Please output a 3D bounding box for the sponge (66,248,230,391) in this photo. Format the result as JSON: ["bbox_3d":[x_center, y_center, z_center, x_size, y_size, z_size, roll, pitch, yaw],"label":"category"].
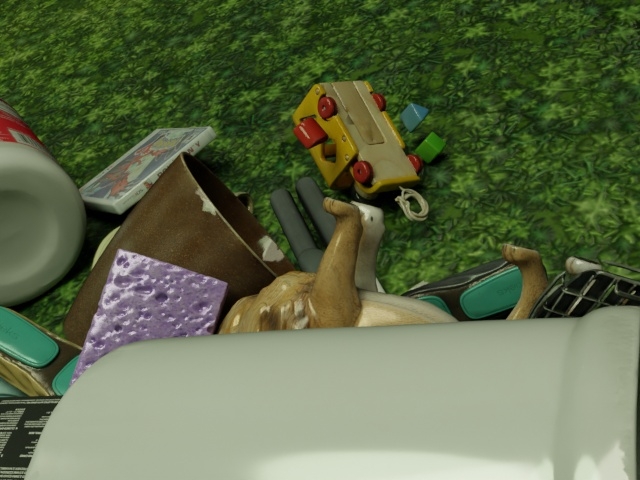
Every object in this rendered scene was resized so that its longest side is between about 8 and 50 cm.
[{"bbox_3d":[-0.175,0.123,0.851,0.117,0.031,0.210,17,77,0],"label":"sponge"}]

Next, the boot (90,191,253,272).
[{"bbox_3d":[-0.187,0.009,1.122,0.165,0.077,0.213,-3,36,22],"label":"boot"}]

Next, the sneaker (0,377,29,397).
[{"bbox_3d":[-0.307,0.225,0.910,0.319,0.127,0.208,-3,40,14],"label":"sneaker"}]

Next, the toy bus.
[{"bbox_3d":[0.047,-0.107,1.120,0.104,0.191,0.202,-48,16,46],"label":"toy bus"}]

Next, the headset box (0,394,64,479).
[{"bbox_3d":[-0.285,0.265,0.661,0.218,0.110,0.293,-6,40,18],"label":"headset box"}]

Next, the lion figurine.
[{"bbox_3d":[0.089,0.101,0.817,0.392,0.142,0.240,15,95,15],"label":"lion figurine"}]

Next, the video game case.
[{"bbox_3d":[-0.266,-0.107,1.287,0.183,0.023,0.201,-43,26,-22],"label":"video game case"}]

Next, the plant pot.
[{"bbox_3d":[-0.170,0.054,0.992,0.230,0.215,0.215,-40,40,5],"label":"plant pot"}]

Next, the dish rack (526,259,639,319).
[{"bbox_3d":[0.300,0.076,0.670,0.272,0.208,0.074,16,62,6],"label":"dish rack"}]

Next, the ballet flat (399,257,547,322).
[{"bbox_3d":[0.140,0.066,0.922,0.203,0.074,0.074,-23,39,10],"label":"ballet flat"}]

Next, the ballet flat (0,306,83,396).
[{"bbox_3d":[-0.275,0.146,0.925,0.232,0.073,0.080,30,45,16],"label":"ballet flat"}]

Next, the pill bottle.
[{"bbox_3d":[-0.512,-0.091,1.271,0.229,0.229,0.408,-35,41,-14],"label":"pill bottle"}]

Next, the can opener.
[{"bbox_3d":[0.000,0.000,1.031,0.076,0.095,0.283,-25,41,-3],"label":"can opener"}]

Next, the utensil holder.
[{"bbox_3d":[0.036,0.212,0.607,0.386,0.327,0.327,-3,44,24],"label":"utensil holder"}]
